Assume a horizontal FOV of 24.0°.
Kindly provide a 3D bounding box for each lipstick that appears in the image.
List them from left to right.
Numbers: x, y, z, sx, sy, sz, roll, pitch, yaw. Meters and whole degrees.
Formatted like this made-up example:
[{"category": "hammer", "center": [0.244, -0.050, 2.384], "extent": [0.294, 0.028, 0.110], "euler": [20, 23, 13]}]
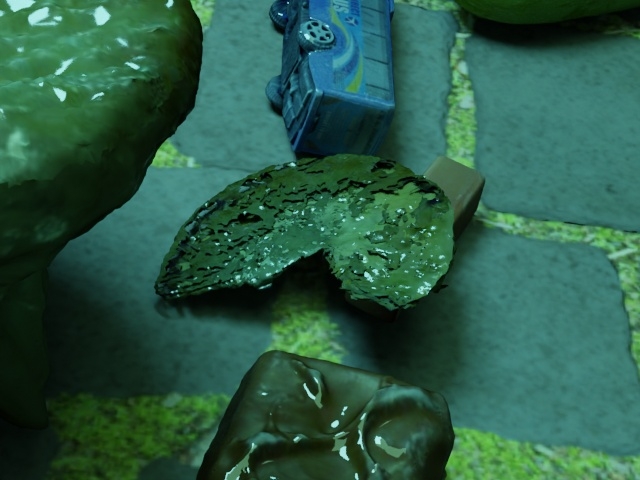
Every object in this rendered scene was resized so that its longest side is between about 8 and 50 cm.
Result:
[{"category": "lipstick", "center": [0.071, -0.003, 1.115], "extent": [0.045, 0.045, 0.145], "euler": [26, 46, 16]}]

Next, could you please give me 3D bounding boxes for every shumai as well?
[{"category": "shumai", "center": [-0.247, -0.022, 0.875], "extent": [0.324, 0.323, 0.397], "euler": [3, 33, -12]}]

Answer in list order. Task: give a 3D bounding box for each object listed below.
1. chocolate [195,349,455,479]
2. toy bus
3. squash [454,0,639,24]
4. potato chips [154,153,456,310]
[{"category": "chocolate", "center": [-0.003, 0.157, 0.912], "extent": [0.148, 0.093, 0.214], "euler": [17, 45, 4]}, {"category": "toy bus", "center": [0.012, -0.167, 1.248], "extent": [0.094, 0.079, 0.236], "euler": [17, 43, -17]}, {"category": "squash", "center": [0.273, -0.263, 1.363], "extent": [0.371, 0.118, 0.118], "euler": [-9, 48, -25]}, {"category": "potato chips", "center": [-0.001, -0.004, 1.067], "extent": [0.220, 0.029, 0.202], "euler": [17, 42, 38]}]
